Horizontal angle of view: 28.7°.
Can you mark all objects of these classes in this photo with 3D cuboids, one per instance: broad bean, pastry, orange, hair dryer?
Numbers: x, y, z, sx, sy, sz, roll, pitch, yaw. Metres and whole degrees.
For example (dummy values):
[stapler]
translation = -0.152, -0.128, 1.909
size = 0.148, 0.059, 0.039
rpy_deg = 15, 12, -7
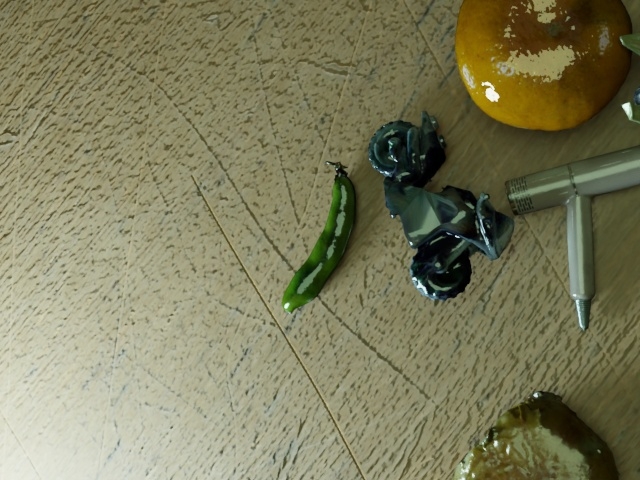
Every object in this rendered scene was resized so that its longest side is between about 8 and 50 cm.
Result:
[broad bean]
translation = 0.005, 0.001, 1.774
size = 0.069, 0.039, 0.227
rpy_deg = 18, 89, 12
[pastry]
translation = 0.280, 0.311, 1.624
size = 0.218, 0.100, 0.229
rpy_deg = 5, 91, 21
[orange]
translation = 0.292, -0.258, 1.640
size = 0.240, 0.171, 0.240
rpy_deg = -2, 81, 12
[hair dryer]
translation = 0.366, 0.000, 1.653
size = 0.195, 0.053, 0.220
rpy_deg = -16, 81, 15

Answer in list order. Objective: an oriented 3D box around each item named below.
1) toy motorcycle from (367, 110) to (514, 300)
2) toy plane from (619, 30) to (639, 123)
[toy motorcycle]
translation = 0.167, -0.056, 1.696
size = 0.159, 0.106, 0.270
rpy_deg = -21, 68, 11
[toy plane]
translation = 0.469, -0.179, 1.598
size = 0.092, 0.229, 0.244
rpy_deg = -12, 112, 54
